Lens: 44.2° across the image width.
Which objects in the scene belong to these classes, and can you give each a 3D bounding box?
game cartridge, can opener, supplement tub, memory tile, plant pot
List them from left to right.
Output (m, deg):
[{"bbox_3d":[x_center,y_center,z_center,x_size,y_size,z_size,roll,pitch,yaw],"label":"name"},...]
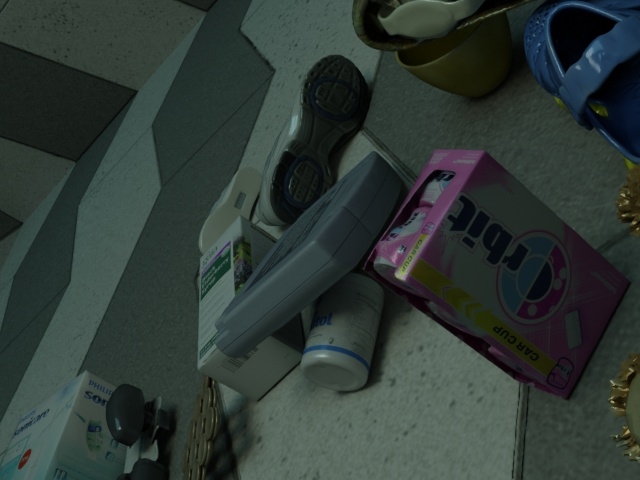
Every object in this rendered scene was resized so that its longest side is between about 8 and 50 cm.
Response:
[{"bbox_3d":[-0.250,0.304,1.000,0.076,0.095,0.283,-43,28,24],"label":"can opener"},{"bbox_3d":[-0.142,0.237,0.929,0.113,0.012,0.148,-118,41,-62],"label":"memory tile"},{"bbox_3d":[0.000,0.000,0.892,0.198,0.062,0.297,-36,10,26],"label":"game cartridge"},{"bbox_3d":[0.024,0.095,0.818,0.071,0.071,0.107,-27,37,44],"label":"supplement tub"},{"bbox_3d":[0.169,-0.222,0.918,0.134,0.095,0.134,-32,36,27],"label":"plant pot"}]

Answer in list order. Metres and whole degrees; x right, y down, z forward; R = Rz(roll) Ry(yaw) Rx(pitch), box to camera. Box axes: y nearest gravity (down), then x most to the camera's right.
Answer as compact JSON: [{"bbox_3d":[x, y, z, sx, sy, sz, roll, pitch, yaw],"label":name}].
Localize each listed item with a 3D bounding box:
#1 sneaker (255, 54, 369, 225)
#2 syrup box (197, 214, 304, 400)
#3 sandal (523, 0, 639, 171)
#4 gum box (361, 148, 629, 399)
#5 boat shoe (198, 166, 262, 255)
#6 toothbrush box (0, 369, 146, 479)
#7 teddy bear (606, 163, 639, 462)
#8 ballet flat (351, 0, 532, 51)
[{"bbox_3d":[-0.026,-0.150,1.165,0.129,0.111,0.297,-19,41,59],"label":"sneaker"},{"bbox_3d":[-0.093,0.079,1.007,0.093,0.096,0.236,-45,28,20],"label":"syrup box"},{"bbox_3d":[0.245,-0.162,0.681,0.126,0.138,0.317,-47,25,19],"label":"sandal"},{"bbox_3d":[0.131,0.023,0.586,0.107,0.188,0.062,-58,26,-9],"label":"gum box"},{"bbox_3d":[-0.154,-0.041,1.300,0.063,0.066,0.184,-42,27,56],"label":"boat shoe"},{"bbox_3d":[-0.377,0.364,1.110,0.216,0.126,0.295,-33,32,38],"label":"toothbrush box"},{"bbox_3d":[0.290,0.000,0.466,0.245,0.113,0.337,-27,44,53],"label":"teddy bear"},{"bbox_3d":[0.177,-0.269,0.770,0.349,0.123,0.123,-12,47,36],"label":"ballet flat"}]
